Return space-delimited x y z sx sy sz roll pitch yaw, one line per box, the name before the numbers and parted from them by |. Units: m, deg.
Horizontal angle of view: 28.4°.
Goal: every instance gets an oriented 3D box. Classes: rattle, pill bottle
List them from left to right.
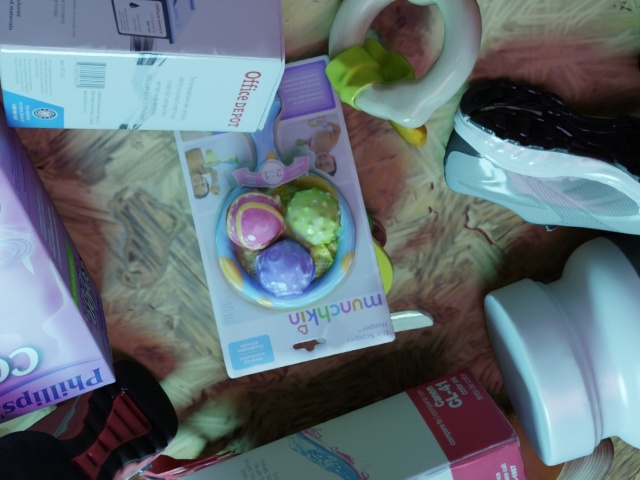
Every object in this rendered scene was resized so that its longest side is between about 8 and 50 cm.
rattle | 0.102 -0.178 1.007 0.143 0.130 0.199 24 90 -43
pill bottle | 0.355 0.076 1.191 0.363 0.210 0.210 -18 130 -4

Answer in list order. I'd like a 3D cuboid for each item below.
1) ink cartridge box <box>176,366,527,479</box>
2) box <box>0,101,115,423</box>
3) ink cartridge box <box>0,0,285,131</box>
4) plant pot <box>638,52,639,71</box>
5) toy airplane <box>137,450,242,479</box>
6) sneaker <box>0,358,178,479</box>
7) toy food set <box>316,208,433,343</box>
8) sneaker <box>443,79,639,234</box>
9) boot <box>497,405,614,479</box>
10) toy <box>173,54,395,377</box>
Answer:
ink cartridge box | 0.044 0.284 1.198 0.306 0.131 0.226 -18 123 -6
box | -0.310 0.034 1.007 0.214 0.117 0.243 -20 131 -2
ink cartridge box | -0.130 -0.137 0.903 0.191 0.082 0.139 -1 164 -11
plant pot | 0.358 -0.163 1.034 0.187 0.167 0.188 -12 130 -9
toy airplane | -0.133 0.223 1.235 0.151 0.028 0.151 -11 158 -5
sneaker | -0.239 0.219 1.084 0.136 0.314 0.116 -39 89 27
toy food set | 0.000 0.000 1.120 0.128 0.071 0.218 -18 133 28
sneaker | 0.237 -0.052 1.110 0.272 0.100 0.108 19 135 -3
boot | 0.168 0.296 1.368 0.220 0.109 0.283 15 119 -28
toy | -0.033 -0.024 0.992 0.137 0.237 0.056 -13 172 -2
